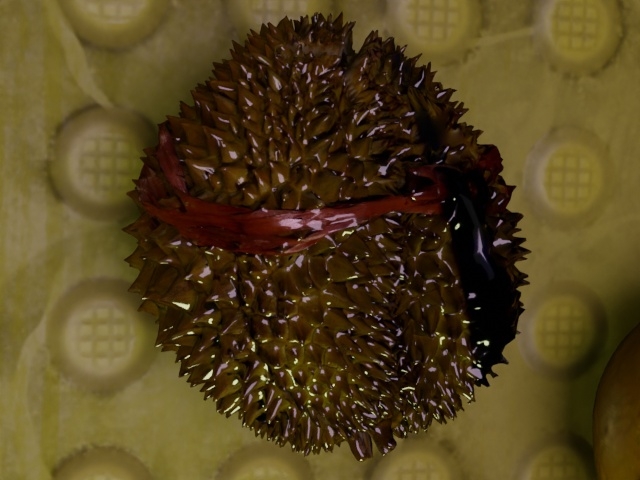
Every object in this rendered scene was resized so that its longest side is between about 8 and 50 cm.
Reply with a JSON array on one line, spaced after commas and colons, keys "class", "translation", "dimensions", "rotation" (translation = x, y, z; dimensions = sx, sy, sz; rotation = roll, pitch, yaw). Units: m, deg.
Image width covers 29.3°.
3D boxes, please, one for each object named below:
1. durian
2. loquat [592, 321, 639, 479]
[{"class": "durian", "translation": [0.005, -0.001, 1.053], "dimensions": [0.347, 0.347, 0.385], "rotation": [-9, 88, -16]}, {"class": "loquat", "translation": [0.425, 0.206, 1.180], "dimensions": [0.328, 0.359, 0.329], "rotation": [0, 111, 0]}]
